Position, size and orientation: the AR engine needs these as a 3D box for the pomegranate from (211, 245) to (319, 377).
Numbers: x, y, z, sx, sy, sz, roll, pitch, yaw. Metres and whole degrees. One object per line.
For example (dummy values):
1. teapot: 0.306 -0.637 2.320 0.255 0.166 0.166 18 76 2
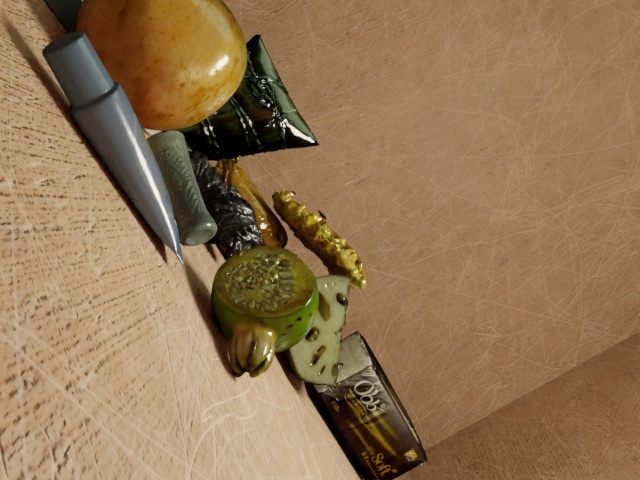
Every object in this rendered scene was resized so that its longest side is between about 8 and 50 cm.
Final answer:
1. pomegranate: -0.092 0.139 1.377 0.159 0.189 0.241 94 -24 -42

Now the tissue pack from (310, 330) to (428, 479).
1. tissue pack: 0.118 0.461 2.119 0.370 0.198 0.210 61 4 -22

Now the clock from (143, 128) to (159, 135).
1. clock: -0.413 -0.354 1.766 0.230 0.083 0.230 59 3 -5

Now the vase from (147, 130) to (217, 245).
1. vase: -0.271 -0.098 1.499 0.219 0.096 0.096 64 2 20

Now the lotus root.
1. lotus root: -0.020 0.217 1.947 0.260 0.149 0.267 146 -47 -81

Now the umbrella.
1. umbrella: -0.257 -0.104 1.752 0.337 0.128 0.154 55 -15 9

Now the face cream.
1. face cream: -0.306 -0.139 1.216 0.136 0.086 0.385 -117 -178 -58

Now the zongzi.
1. zongzi: -0.256 -0.311 2.042 0.319 0.383 0.362 66 -12 -5

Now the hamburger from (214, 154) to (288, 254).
1. hamburger: -0.203 -0.070 1.977 0.319 0.158 0.318 62 2 -4

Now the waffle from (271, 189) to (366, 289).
1. waffle: 0.000 0.000 1.935 0.325 0.068 0.302 40 -10 15

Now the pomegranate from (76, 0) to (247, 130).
1. pomegranate: -0.289 -0.380 1.458 0.343 0.342 0.342 61 1 -2

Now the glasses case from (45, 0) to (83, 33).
1. glasses case: -0.506 -0.488 1.483 0.105 0.056 0.266 63 2 41
